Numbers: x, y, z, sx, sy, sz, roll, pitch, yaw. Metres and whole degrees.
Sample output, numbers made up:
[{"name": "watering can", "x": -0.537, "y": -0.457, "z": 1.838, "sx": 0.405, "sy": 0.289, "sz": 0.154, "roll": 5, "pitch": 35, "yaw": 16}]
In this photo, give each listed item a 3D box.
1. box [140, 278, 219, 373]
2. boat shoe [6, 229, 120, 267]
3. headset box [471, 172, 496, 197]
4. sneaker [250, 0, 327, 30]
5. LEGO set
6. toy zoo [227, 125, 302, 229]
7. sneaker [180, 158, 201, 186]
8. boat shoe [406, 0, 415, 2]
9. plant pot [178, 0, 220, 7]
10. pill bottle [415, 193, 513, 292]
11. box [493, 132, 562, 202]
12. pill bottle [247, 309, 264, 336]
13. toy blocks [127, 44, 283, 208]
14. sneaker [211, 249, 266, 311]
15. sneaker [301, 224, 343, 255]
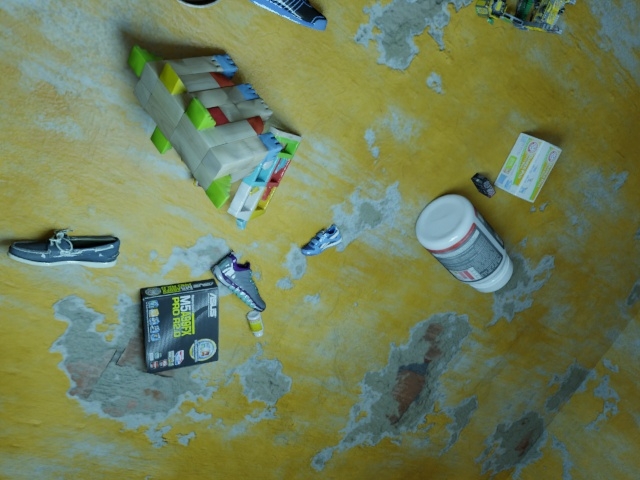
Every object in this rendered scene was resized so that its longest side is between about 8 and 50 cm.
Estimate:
[{"name": "box", "x": -0.413, "y": 0.255, "z": 1.577, "sx": 0.216, "sy": 0.060, "sz": 0.270, "roll": -6, "pitch": 118, "yaw": -23}, {"name": "boat shoe", "x": -0.632, "y": 0.018, "z": 1.324, "sx": 0.254, "sy": 0.095, "sz": 0.079, "roll": 7, "pitch": 114, "yaw": -30}, {"name": "headset box", "x": 0.561, "y": -0.186, "z": 1.823, "sx": 0.032, "sy": 0.062, "sz": 0.083, "roll": -45, "pitch": 125, "yaw": 2}, {"name": "sneaker", "x": -0.074, "y": -0.588, "z": 1.286, "sx": 0.232, "sy": 0.081, "sz": 0.090, "roll": 12, "pitch": 117, "yaw": -29}, {"name": "LEGO set", "x": 0.614, "y": -0.733, "z": 1.480, "sx": 0.255, "sy": 0.192, "sz": 0.331, "roll": 18, "pitch": 106, "yaw": -32}, {"name": "toy zoo", "x": -0.155, "y": -0.161, "z": 1.428, "sx": 0.293, "sy": 0.030, "sz": 0.192, "roll": -61, "pitch": 168, "yaw": 13}, {"name": "sneaker", "x": -0.320, "y": -0.235, "z": 1.350, "sx": 0.093, "sy": 0.088, "sz": 0.225, "roll": -16, "pitch": 114, "yaw": -1}, {"name": "boat shoe", "x": 0.211, "y": -0.768, "z": 1.308, "sx": 0.119, "sy": 0.121, "sz": 0.335, "roll": -33, "pitch": 126, "yaw": -9}, {"name": "plant pot", "x": -0.281, "y": -0.591, "z": 1.132, "sx": 0.167, "sy": 0.165, "sz": 0.167, "roll": -11, "pitch": 119, "yaw": -21}, {"name": "pill bottle", "x": 0.501, "y": 0.022, "z": 1.813, "sx": 0.210, "sy": 0.210, "sz": 0.363, "roll": -48, "pitch": 125, "yaw": 3}, {"name": "box", "x": 0.713, "y": -0.252, "z": 1.832, "sx": 0.103, "sy": 0.114, "sz": 0.203, "roll": 14, "pitch": 107, "yaw": -32}, {"name": "pill bottle", "x": -0.205, "y": 0.267, "z": 1.696, "sx": 0.043, "sy": 0.043, "sz": 0.083, "roll": -19, "pitch": 122, "yaw": -16}, {"name": "toy blocks", "x": -0.232, "y": -0.284, "z": 1.232, "sx": 0.261, "sy": 0.381, "sz": 0.191, "roll": -28, "pitch": 169, "yaw": -47}, {"name": "sneaker", "x": -0.219, "y": 0.127, "z": 1.595, "sx": 0.098, "sy": 0.083, "sz": 0.223, "roll": -46, "pitch": 125, "yaw": -4}, {"name": "sneaker", "x": 0.000, "y": 0.000, "z": 1.653, "sx": 0.144, "sy": 0.053, "sz": 0.059, "roll": -28, "pitch": 126, "yaw": -21}]
